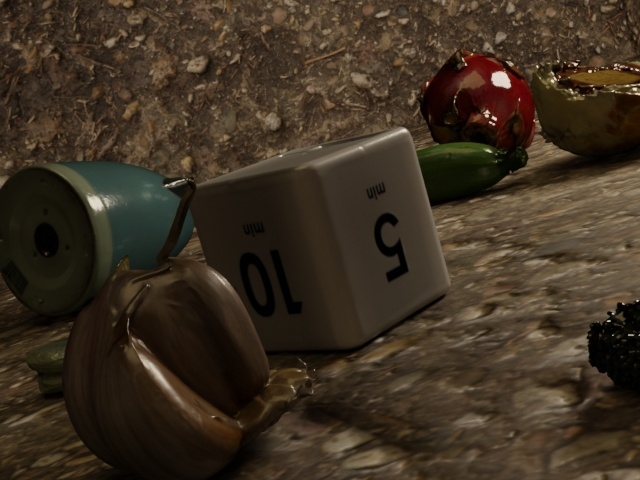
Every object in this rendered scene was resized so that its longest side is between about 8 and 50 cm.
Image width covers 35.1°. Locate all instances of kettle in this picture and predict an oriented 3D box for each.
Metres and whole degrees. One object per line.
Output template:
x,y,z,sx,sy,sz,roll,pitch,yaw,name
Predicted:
-0.384,-0.003,1.783,0.319,0.247,0.342,-40,-13,30,kettle

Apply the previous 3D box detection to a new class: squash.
0.178,-0.111,1.783,0.379,0.101,0.101,-9,11,27,squash

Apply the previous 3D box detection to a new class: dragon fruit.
0.318,-0.264,2.039,0.250,0.250,0.315,-12,3,25,dragon fruit

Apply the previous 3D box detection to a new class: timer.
0.000,0.000,1.113,0.192,0.195,0.194,-7,12,43,timer

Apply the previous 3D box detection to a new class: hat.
-0.294,0.098,1.472,0.146,0.067,0.146,-56,6,9,hat

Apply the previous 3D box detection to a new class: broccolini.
0.262,0.053,0.757,0.091,0.068,0.203,-33,-4,38,broccolini

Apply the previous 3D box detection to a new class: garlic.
-0.086,0.079,0.812,0.207,0.256,0.207,24,21,-10,garlic

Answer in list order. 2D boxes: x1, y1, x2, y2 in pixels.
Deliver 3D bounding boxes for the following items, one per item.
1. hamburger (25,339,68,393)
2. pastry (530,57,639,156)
-0.274,0.142,1.187,0.121,0.054,0.084,-13,5,-32,hamburger
0.500,-0.224,1.743,0.237,0.170,0.256,18,25,38,pastry
